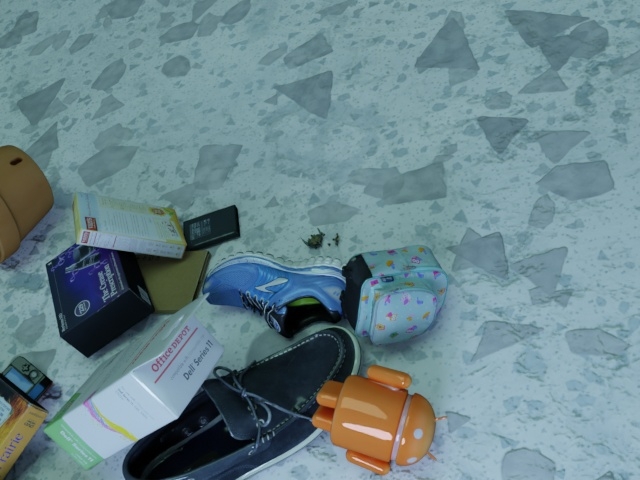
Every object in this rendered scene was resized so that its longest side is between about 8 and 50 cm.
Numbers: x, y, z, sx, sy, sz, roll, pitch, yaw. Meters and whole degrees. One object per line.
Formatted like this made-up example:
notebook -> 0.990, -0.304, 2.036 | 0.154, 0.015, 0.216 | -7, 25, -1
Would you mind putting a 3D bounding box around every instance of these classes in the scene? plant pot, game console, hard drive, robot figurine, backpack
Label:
plant pot -> -0.830, -0.113, 1.954 | 0.291, 0.291, 0.203 | 18, 45, 33
game console -> -0.655, 0.327, 1.624 | 0.124, 0.085, 0.144 | 37, 69, 8
hard drive -> -0.257, -0.028, 1.800 | 0.135, 0.022, 0.094 | -18, 48, 8
robot figurine -> 0.099, 0.302, 1.293 | 0.219, 0.128, 0.158 | 15, 65, 11
backpack -> 0.148, 0.098, 1.427 | 0.188, 0.166, 0.144 | -15, 41, -22

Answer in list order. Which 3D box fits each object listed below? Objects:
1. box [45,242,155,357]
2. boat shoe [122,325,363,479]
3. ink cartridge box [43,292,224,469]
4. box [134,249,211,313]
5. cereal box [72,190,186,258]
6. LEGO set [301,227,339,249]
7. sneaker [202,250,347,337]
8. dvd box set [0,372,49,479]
box -> -0.501, 0.105, 1.717 | 0.184, 0.103, 0.261 | -37, 43, 2
boat shoe -> -0.136, 0.315, 1.381 | 0.500, 0.156, 0.187 | -34, 46, -9
ink cartridge box -> -0.314, 0.256, 1.385 | 0.353, 0.119, 0.207 | -34, 13, 32
box -> -0.361, 0.096, 1.742 | 0.201, 0.021, 0.164 | -3, 52, 20
cereal box -> -0.439, -0.035, 1.747 | 0.240, 0.047, 0.173 | 10, 28, -26
LEGO set -> 0.001, 0.002, 1.674 | 0.083, 0.023, 0.054 | 17, 62, 17
sneaker -> -0.096, 0.113, 1.548 | 0.330, 0.130, 0.147 | -1, 50, 21
dvd box set -> -0.773, 0.455, 1.545 | 0.307, 0.062, 0.420 | 23, 73, 37
